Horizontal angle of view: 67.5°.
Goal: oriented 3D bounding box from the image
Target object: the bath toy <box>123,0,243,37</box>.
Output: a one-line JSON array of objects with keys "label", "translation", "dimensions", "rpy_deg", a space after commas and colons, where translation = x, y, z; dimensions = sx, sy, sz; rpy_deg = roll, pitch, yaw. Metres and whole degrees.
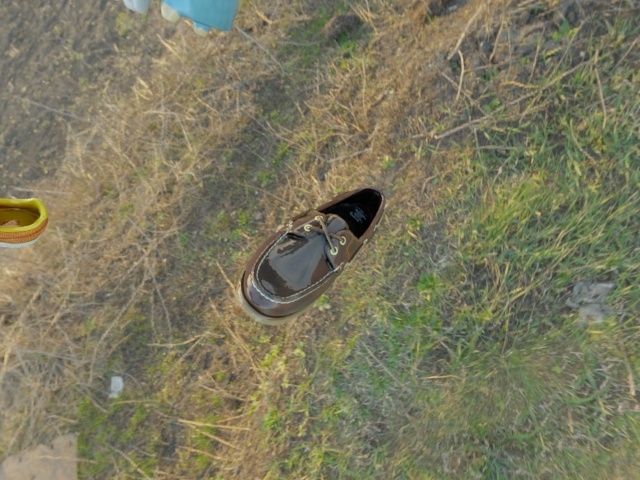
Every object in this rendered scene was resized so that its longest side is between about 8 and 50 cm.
[{"label": "bath toy", "translation": [-0.229, -0.285, 0.389], "dimensions": [0.348, 0.151, 0.129], "rpy_deg": [19, 106, -4]}]

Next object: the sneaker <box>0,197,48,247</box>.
[{"label": "sneaker", "translation": [-0.379, -0.020, 0.494], "dimensions": [0.067, 0.175, 0.064], "rpy_deg": [-41, 73, 43]}]

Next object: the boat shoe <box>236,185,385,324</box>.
[{"label": "boat shoe", "translation": [0.000, 0.000, 0.454], "dimensions": [0.073, 0.207, 0.073], "rpy_deg": [42, 128, 4]}]
